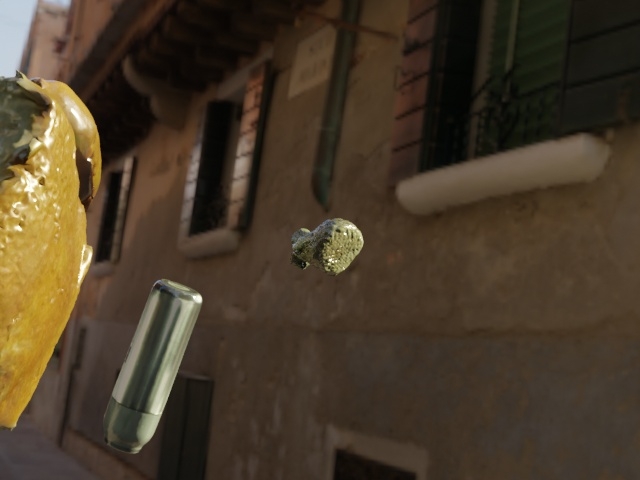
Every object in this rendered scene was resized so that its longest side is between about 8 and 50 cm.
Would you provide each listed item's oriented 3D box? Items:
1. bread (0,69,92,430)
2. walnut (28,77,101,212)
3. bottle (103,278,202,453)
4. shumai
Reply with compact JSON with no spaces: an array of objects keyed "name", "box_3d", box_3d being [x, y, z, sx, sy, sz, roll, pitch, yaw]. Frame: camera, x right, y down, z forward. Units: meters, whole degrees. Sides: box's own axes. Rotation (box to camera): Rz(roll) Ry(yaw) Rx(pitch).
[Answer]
[{"name":"bread","box_3d":[-0.324,0.020,0.815,0.224,0.279,0.250,8,-34,1]},{"name":"walnut","box_3d":[-0.357,-0.114,1.354,0.137,0.137,0.245,6,-43,10]},{"name":"bottle","box_3d":[-0.247,0.185,1.489,0.079,0.254,0.096,21,3,14]},{"name":"shumai","box_3d":[0.000,0.000,1.267,0.083,0.082,0.080,-26,44,-34]}]
